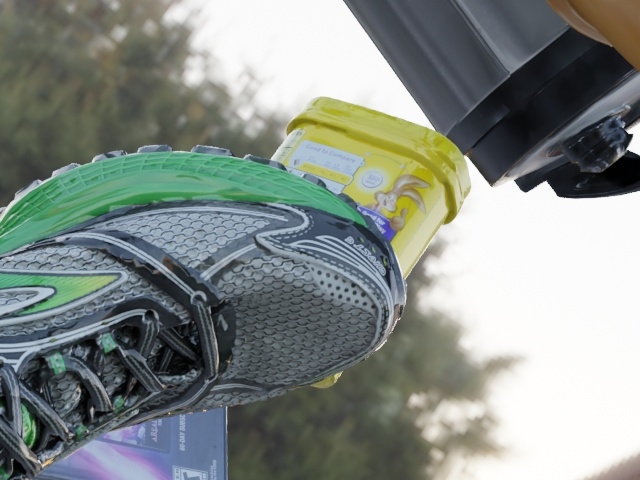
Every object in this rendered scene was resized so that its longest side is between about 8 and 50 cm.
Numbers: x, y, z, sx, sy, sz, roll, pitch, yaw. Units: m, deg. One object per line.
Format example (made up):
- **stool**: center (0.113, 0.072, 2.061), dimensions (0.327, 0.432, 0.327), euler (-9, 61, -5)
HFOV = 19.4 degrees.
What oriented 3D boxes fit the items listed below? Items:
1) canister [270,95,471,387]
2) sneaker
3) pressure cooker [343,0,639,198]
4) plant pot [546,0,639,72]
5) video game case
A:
- **canister**: center (0.000, 0.000, 1.179), dimensions (0.126, 0.170, 0.073), euler (20, -32, 28)
- **sneaker**: center (-0.127, 0.061, 0.804), dimensions (0.146, 0.343, 0.134), euler (-114, -166, -56)
- **pressure cooker**: center (0.209, -0.240, 1.614), dimensions (0.420, 0.375, 0.370), euler (55, 5, 6)
- **plant pot**: center (0.225, -0.166, 1.050), dimensions (0.205, 0.205, 0.188), euler (48, 17, -39)
- **video game case**: center (-0.194, 0.100, 1.466), dimensions (0.274, 0.196, 0.026), euler (16, -31, -32)
